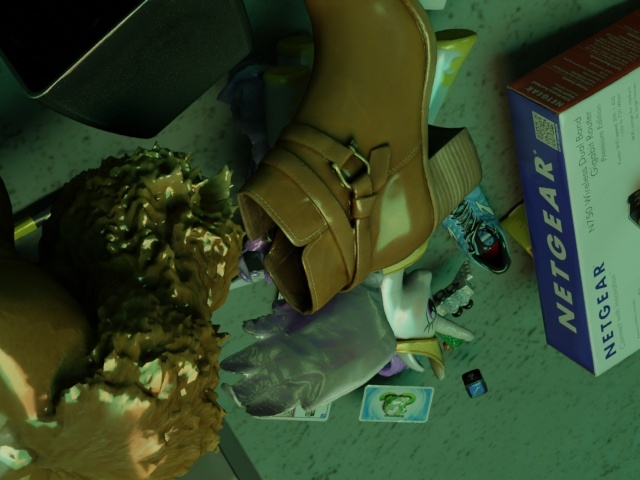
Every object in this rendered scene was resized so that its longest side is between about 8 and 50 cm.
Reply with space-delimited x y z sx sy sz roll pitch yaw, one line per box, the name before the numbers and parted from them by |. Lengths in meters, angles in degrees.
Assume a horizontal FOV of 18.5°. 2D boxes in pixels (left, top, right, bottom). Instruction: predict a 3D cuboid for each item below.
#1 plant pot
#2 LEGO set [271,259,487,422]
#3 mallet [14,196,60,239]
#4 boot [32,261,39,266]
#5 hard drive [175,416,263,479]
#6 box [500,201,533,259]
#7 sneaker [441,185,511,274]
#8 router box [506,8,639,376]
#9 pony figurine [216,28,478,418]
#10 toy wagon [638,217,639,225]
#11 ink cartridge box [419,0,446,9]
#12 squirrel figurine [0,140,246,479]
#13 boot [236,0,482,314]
plant pot | -0.166 -0.195 1.626 0.187 0.188 0.167 -41 146 4
LEGO set | 0.063 0.108 2.062 0.244 0.060 0.182 3 124 -11
mallet | -0.267 -0.007 1.802 0.189 0.039 0.062 -26 133 -16
boot | -0.182 0.045 1.755 0.077 0.198 0.137 -12 135 -58
hard drive | -0.184 0.299 1.961 0.040 0.203 0.307 20 112 -38
box | 0.289 0.026 2.120 0.087 0.058 0.232 -42 133 2
sneaker | 0.155 -0.023 1.998 0.063 0.073 0.162 -39 134 3
router box | 0.348 -0.072 2.007 0.301 0.082 0.335 -31 130 -22
pony figurine | 0.000 0.000 1.827 0.351 0.303 0.363 -15 115 -30
toy wagon | 0.487 -0.022 1.941 0.344 0.068 0.267 -8 157 -8
ink cartridge box | 0.068 -0.276 1.716 0.056 0.135 0.099 -1 124 -33
squirrel figurine | -0.255 0.056 1.578 0.397 0.370 0.281 -5 118 -4
boot | 0.000 -0.098 1.650 0.220 0.109 0.283 -37 116 -29
